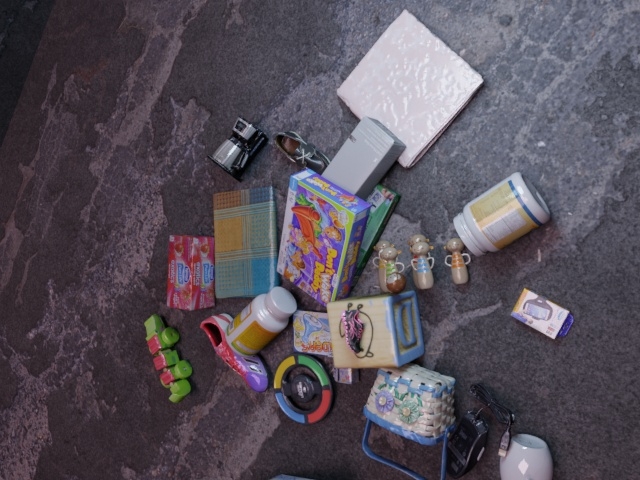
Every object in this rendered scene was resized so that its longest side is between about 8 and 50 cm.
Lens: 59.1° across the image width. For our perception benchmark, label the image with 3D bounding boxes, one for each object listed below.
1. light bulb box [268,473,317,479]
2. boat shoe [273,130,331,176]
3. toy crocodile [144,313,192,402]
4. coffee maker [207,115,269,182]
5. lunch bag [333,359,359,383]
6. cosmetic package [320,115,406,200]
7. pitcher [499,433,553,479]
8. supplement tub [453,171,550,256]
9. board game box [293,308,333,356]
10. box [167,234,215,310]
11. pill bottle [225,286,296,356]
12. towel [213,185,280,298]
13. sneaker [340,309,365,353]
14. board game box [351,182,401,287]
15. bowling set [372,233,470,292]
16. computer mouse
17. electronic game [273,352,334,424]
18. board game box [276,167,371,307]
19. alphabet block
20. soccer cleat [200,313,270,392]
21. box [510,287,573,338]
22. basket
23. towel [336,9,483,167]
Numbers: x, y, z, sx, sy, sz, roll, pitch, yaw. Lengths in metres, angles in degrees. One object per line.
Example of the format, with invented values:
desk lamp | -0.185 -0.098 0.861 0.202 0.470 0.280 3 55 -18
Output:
light bulb box | -0.091 0.916 1.655 0.358 0.225 0.361 -33 72 58
boat shoe | -0.054 -0.262 1.768 0.233 0.079 0.084 43 110 22
toy crocodile | -0.573 0.436 2.092 0.115 0.105 0.341 -34 73 28
coffee maker | -0.267 -0.303 1.871 0.120 0.171 0.178 38 89 3
lunch bag | 0.072 0.396 1.718 0.083 0.053 0.071 0 90 41
cosmetic package | 0.115 -0.216 1.593 0.127 0.107 0.238 45 112 21
pitcher | 0.503 0.600 1.379 0.125 0.178 0.207 6 95 11
supplement tub | 0.451 -0.061 1.415 0.199 0.144 0.144 -36 73 28
board game box | 0.005 0.290 1.767 0.201 0.035 0.136 0 91 33
box | -0.452 0.109 1.994 0.122 0.128 0.257 5 93 32
pill bottle | -0.188 0.258 1.817 0.245 0.136 0.136 -44 69 30
towel | -0.255 0.011 1.925 0.271 0.040 0.371 -3 87 31
sneaker | 0.093 0.237 1.484 0.057 0.047 0.120 -16 83 20
board game box | 0.081 -0.047 1.706 0.213 0.046 0.318 35 109 27
bowling set | 0.246 0.057 1.523 0.286 0.199 0.154 -10 84 28
computer mouse | 0.423 0.524 1.466 0.184 0.060 0.262 33 105 64
electronic game | -0.057 0.473 1.803 0.229 0.048 0.230 0 91 32
board game box | 0.000 0.000 1.630 0.233 0.078 0.347 33 131 28
alphabet block | 0.156 0.247 1.580 0.197 0.193 0.193 -11 84 32
soccer cleat | -0.291 0.386 1.907 0.109 0.116 0.318 -47 68 24
box | 0.560 0.186 1.421 0.136 0.028 0.081 30 106 30
basket | 0.234 0.487 1.527 0.254 0.201 0.289 11 101 38
towel | 0.244 -0.428 1.592 0.317 0.053 0.332 -47 68 23
